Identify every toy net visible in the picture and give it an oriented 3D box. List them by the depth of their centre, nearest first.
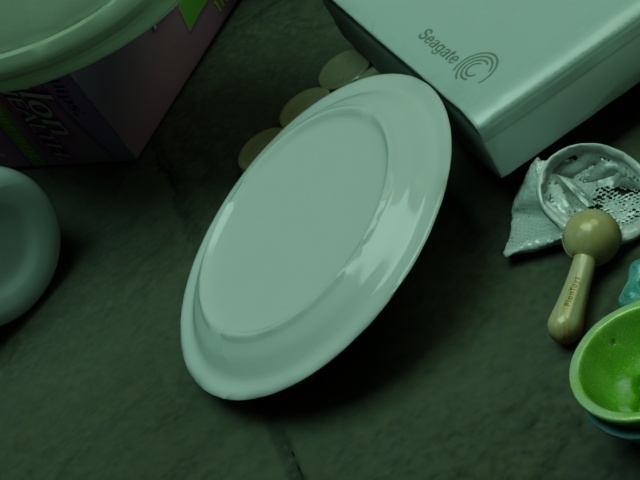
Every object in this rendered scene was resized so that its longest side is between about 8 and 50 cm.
[{"bbox_3d":[0.150,0.004,0.775,0.122,0.045,0.232,-32,36,6],"label":"toy net"}]

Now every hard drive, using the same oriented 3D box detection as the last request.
[{"bbox_3d":[0.189,-0.193,0.946,0.353,0.047,0.233,-35,33,-3],"label":"hard drive"}]

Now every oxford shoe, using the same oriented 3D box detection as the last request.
[{"bbox_3d":[-0.236,-0.189,1.040,0.449,0.130,0.169,9,54,43],"label":"oxford shoe"}]

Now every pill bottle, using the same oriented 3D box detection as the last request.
[{"bbox_3d":[-0.255,-0.010,1.071,0.184,0.103,0.103,16,60,47],"label":"pill bottle"}]

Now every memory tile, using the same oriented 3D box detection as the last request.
[{"bbox_3d":[0.025,-0.079,0.999,0.148,0.012,0.113,-45,37,-14],"label":"memory tile"}]

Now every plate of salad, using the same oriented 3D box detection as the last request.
[{"bbox_3d":[0.000,0.000,0.886,0.200,0.048,0.200,-33,37,30],"label":"plate of salad"}]

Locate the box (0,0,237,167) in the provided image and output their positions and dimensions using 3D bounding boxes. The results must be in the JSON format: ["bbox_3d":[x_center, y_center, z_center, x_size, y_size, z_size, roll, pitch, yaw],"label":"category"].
[{"bbox_3d":[-0.197,-0.166,1.189,0.243,0.117,0.213,-2,48,39],"label":"box"}]
